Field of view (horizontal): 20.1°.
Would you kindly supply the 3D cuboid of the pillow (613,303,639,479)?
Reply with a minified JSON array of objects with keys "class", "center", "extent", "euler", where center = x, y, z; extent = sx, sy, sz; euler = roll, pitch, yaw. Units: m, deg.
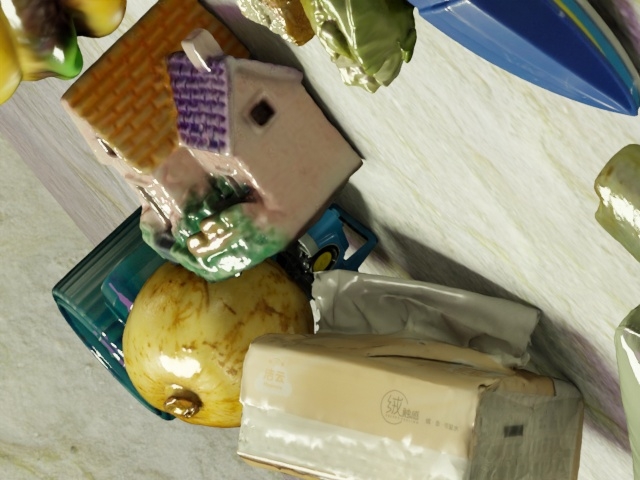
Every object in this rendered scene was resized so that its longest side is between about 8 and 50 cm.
[{"class":"pillow","center":[0.350,0.191,1.436],"extent":[0.255,0.120,0.322],"euler":[37,161,31]}]

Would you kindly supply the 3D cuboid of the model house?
[{"class":"model house","center":[-0.127,-0.112,1.880],"extent":[0.237,0.202,0.237],"euler":[53,166,-25]}]

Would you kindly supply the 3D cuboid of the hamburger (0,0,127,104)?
[{"class":"hamburger","center":[-0.365,-0.320,1.849],"extent":[0.396,0.277,0.396],"euler":[51,168,16]}]

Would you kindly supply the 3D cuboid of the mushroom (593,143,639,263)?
[{"class":"mushroom","center":[0.313,0.050,1.246],"extent":[0.312,0.081,0.100],"euler":[46,164,25]}]

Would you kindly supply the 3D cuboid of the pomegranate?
[{"class":"pomegranate","center":[-0.114,0.116,2.004],"extent":[0.215,0.215,0.215],"euler":[44,166,14]}]

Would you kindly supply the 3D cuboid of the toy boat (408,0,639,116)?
[{"class":"toy boat","center":[0.112,-0.181,1.216],"extent":[0.295,0.088,0.129],"euler":[40,169,-15]}]

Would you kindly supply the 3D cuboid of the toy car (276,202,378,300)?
[{"class":"toy car","center":[0.000,0.000,2.023],"extent":[0.097,0.100,0.191],"euler":[40,165,31]}]

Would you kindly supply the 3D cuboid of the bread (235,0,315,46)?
[{"class":"bread","center":[-0.031,-0.220,1.559],"extent":[0.083,0.070,0.077],"euler":[34,162,37]}]

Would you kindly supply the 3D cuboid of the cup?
[{"class":"cup","center":[-0.152,0.055,2.246],"extent":[0.242,0.292,0.308],"euler":[52,167,-17]}]

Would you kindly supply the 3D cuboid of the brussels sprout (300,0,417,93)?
[{"class":"brussels sprout","center":[0.024,-0.200,1.397],"extent":[0.139,0.100,0.181],"euler":[48,173,49]}]

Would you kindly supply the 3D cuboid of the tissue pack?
[{"class":"tissue pack","center":[0.098,0.153,1.866],"extent":[0.305,0.238,0.238],"euler":[9,143,39]}]
